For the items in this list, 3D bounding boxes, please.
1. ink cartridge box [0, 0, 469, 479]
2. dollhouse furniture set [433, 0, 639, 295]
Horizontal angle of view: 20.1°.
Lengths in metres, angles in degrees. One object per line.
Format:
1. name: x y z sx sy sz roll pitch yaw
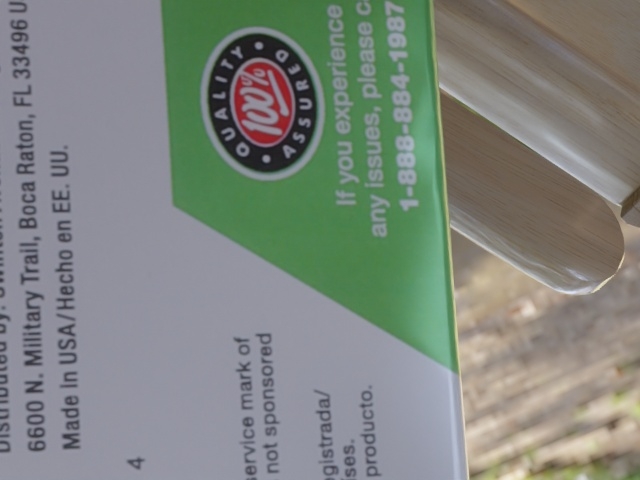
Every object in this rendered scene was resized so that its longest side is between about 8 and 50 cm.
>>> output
1. ink cartridge box: -0.122 0.036 0.396 0.289 0.211 0.121 0 172 -18
2. dollhouse furniture set: 0.000 0.000 0.775 0.355 0.173 0.303 -51 -171 43
